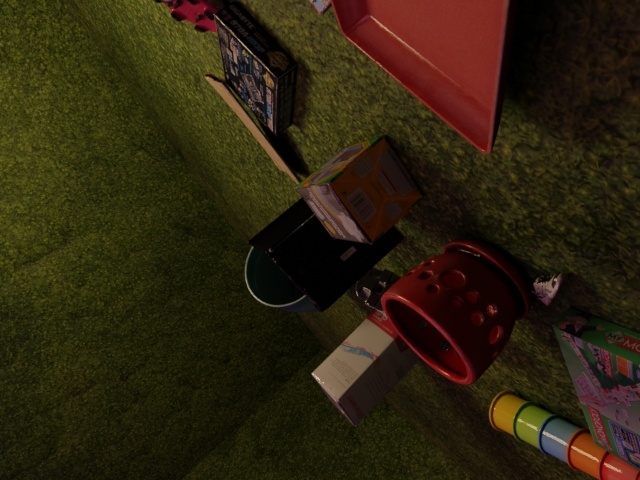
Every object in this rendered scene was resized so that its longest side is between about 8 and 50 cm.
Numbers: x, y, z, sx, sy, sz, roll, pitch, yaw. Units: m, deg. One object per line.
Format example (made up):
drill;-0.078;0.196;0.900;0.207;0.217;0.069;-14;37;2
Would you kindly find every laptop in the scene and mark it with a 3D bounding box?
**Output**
laptop;0.000;0.000;1.032;0.264;0.234;0.136;45;166;15

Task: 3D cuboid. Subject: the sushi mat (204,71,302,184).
sushi mat;-0.158;-0.268;1.140;0.316;0.019;0.151;50;175;-34

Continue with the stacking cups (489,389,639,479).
stacking cups;0.477;0.386;0.911;0.096;0.096;0.316;53;162;-15

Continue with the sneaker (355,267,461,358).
sneaker;0.238;0.167;1.042;0.331;0.122;0.146;33;176;46

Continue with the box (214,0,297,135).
box;-0.127;-0.330;0.931;0.175;0.051;0.220;47;166;8

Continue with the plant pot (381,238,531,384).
plant pot;0.223;0.104;0.750;0.191;0.174;0.191;46;166;15

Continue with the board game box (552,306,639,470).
board game box;0.467;0.249;0.653;0.213;0.046;0.317;28;155;57

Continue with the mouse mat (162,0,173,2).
mouse mat;-0.224;-0.473;0.742;0.190;0.007;0.152;-2;137;26

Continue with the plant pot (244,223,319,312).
plant pot;-0.060;0.112;1.508;0.272;0.271;0.255;40;179;32

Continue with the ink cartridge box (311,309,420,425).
ink cartridge box;0.147;0.378;1.419;0.131;0.306;0.226;37;161;40

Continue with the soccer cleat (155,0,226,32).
soccer cleat;-0.296;-0.525;0.849;0.331;0.143;0.116;29;167;-21

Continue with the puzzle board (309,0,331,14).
puzzle board;-0.022;-0.366;0.604;0.128;0.011;0.096;54;165;-14

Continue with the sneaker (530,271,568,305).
sneaker;0.316;0.063;0.654;0.037;0.032;0.083;42;164;26

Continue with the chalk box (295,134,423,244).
chalk box;0.056;-0.088;0.851;0.132;0.132;0.213;53;167;-17

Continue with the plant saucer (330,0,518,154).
plant saucer;0.085;-0.229;0.435;0.258;0.048;0.259;49;-178;24
